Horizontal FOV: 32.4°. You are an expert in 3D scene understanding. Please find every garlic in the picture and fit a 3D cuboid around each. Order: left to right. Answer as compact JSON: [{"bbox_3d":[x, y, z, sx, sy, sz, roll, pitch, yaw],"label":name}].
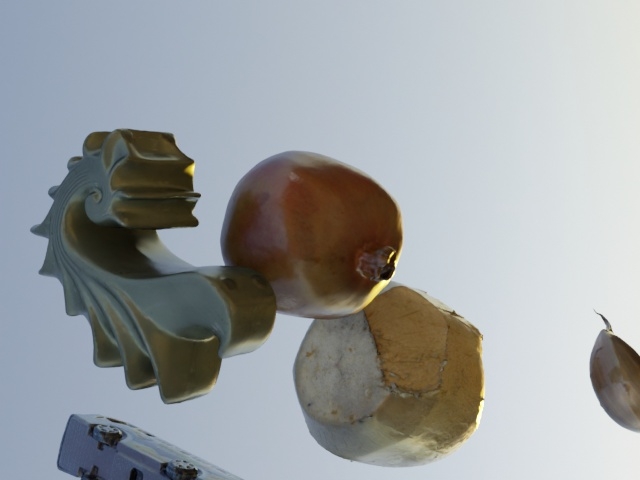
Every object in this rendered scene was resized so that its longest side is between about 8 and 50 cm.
[{"bbox_3d":[0.528,0.223,1.941,0.148,0.128,0.267,80,172,-68],"label":"garlic"}]

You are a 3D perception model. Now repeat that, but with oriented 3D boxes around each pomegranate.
[{"bbox_3d":[0.000,0.000,1.510,0.252,0.270,0.229,25,-98,-53],"label":"pomegranate"}]

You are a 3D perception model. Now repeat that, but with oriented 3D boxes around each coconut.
[{"bbox_3d":[0.140,0.252,2.073,0.360,0.346,0.346,22,-119,-51],"label":"coconut"}]

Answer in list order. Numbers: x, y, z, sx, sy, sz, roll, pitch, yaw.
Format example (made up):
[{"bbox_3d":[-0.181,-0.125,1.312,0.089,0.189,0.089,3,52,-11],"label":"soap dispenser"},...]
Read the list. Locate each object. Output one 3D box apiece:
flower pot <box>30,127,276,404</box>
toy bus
[{"bbox_3d":[-0.229,0.040,1.464,0.164,0.254,0.367,-4,-128,-51],"label":"flower pot"},{"bbox_3d":[-0.253,0.364,1.711,0.136,0.329,0.109,6,-79,-58],"label":"toy bus"}]
